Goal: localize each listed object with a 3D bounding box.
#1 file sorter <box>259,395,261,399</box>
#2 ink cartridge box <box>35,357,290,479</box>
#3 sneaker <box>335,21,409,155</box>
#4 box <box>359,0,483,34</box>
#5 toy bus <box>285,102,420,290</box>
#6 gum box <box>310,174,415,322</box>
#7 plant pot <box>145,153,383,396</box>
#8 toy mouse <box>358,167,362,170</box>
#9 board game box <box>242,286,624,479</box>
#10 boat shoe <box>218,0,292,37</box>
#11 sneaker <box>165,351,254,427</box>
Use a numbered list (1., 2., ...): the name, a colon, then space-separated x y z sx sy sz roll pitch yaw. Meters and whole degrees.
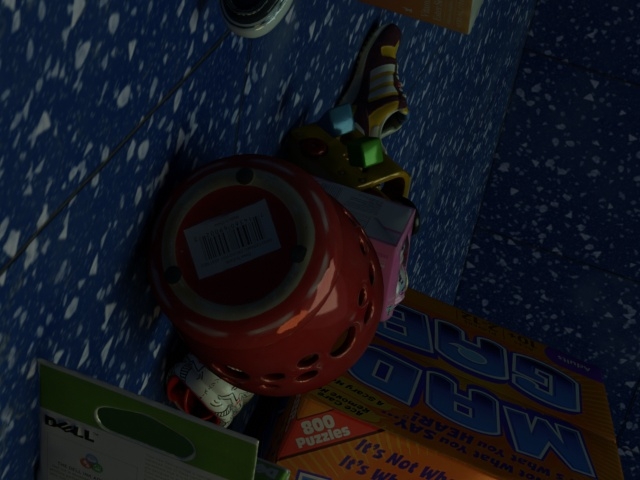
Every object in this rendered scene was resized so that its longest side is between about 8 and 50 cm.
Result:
1. file sorter: 0.020 0.275 2.110 0.182 0.202 0.291 -40 148 -72
2. ink cartridge box: -0.123 0.183 1.267 0.097 0.188 0.255 -58 163 -46
3. sneaker: 0.076 -0.177 1.914 0.069 0.083 0.185 85 27 -65
4. box: 0.081 -0.289 1.512 0.130 0.170 0.091 86 24 -64
5. toy bus: 0.048 -0.047 1.698 0.104 0.191 0.202 -22 95 -32
6. gum box: 0.000 0.000 1.563 0.107 0.188 0.062 98 15 -44
7. plant pot: -0.051 0.030 1.374 0.174 0.191 0.191 51 59 -71
8. toy mouse: 0.041 -0.103 2.006 0.143 0.031 0.161 97 16 -48
9. board game box: 0.088 0.295 1.751 0.356 0.356 0.357 -79 -167 -67
10. boat shoe: -0.045 -0.257 1.254 0.083 0.065 0.183 60 45 -73
11. sneaker: -0.095 0.122 1.619 0.145 0.090 0.270 -45 -179 -10
